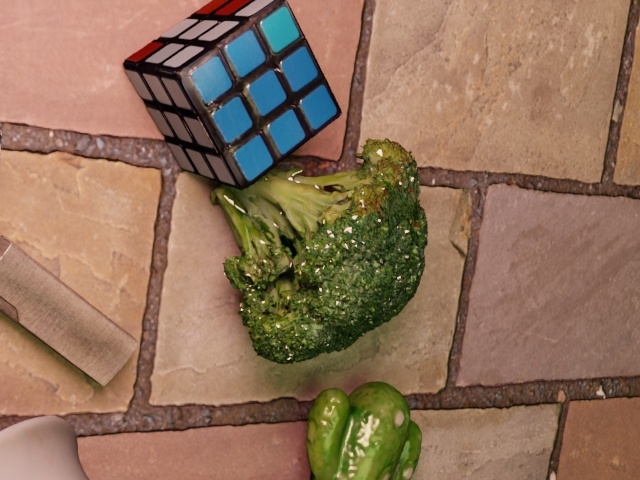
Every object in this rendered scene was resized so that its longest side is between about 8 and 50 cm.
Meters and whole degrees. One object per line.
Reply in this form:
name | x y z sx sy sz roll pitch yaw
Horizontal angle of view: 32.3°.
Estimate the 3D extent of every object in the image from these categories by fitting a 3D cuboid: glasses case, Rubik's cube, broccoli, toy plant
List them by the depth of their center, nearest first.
glasses case | -0.304 0.083 1.265 0.071 0.047 0.205 -53 124 -12
Rubik's cube | -0.101 -0.175 1.274 0.162 0.163 0.160 -38 119 -19
broccoli | 0.000 0.000 1.343 0.275 0.308 0.308 41 76 -8
toy plant | 0.026 0.334 1.494 0.224 0.184 0.316 50 56 -36

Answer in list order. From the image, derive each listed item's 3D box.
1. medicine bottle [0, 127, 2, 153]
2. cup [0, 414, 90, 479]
medicine bottle | -0.479 -0.100 1.038 0.318 0.158 0.158 2 100 -34
cup | -0.326 0.365 1.131 0.347 0.163 0.347 -48 165 -18
